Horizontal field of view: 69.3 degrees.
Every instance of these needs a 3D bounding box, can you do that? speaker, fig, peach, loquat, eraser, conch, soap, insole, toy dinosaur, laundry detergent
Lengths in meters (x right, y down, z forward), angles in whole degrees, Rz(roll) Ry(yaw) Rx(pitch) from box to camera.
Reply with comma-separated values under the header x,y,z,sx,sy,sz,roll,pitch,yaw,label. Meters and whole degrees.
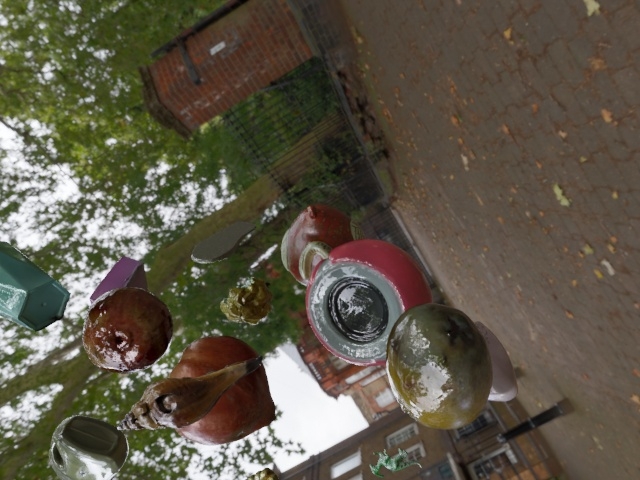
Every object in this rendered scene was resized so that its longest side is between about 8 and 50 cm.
x,y,z,sx,sy,sz,roll,pitch,yaw,label
0.117,0.136,1.066,0.294,0.294,0.294,58,-173,-11,speaker
-0.432,0.198,1.046,0.205,0.205,0.205,58,-173,-11,fig
-0.212,0.342,1.026,0.256,0.232,0.232,25,-171,-2,peach
0.196,0.209,0.783,0.179,0.179,0.227,-105,3,-68,loquat
0.368,0.290,1.096,0.059,0.204,0.243,63,170,-21,eraser
-0.203,0.254,0.748,0.232,0.086,0.080,-4,-110,-37,conch
-0.607,0.196,1.424,0.259,0.081,0.181,103,-174,-48,soap
-0.156,0.000,0.761,0.192,0.063,0.010,-53,-31,-67,insole
0.126,0.385,0.789,0.083,0.062,0.021,38,179,-1,toy dinosaur
-0.576,0.535,1.139,0.181,0.253,0.091,25,-143,-9,laundry detergent

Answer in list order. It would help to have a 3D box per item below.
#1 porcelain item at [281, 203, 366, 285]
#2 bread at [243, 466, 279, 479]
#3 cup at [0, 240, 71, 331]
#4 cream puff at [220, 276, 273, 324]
x,y,z,sx,sy,sz,roll,pitch,yaw,label
0.000,0.000,1.268,0.253,0.253,0.253,58,-173,-11,porcelain item
-0.096,0.370,0.682,0.049,0.088,0.033,60,-172,24,bread
-0.646,0.099,0.965,0.134,0.235,0.148,-36,-39,-50,cup
-0.210,0.183,1.307,0.121,0.156,0.156,55,-173,0,cream puff
